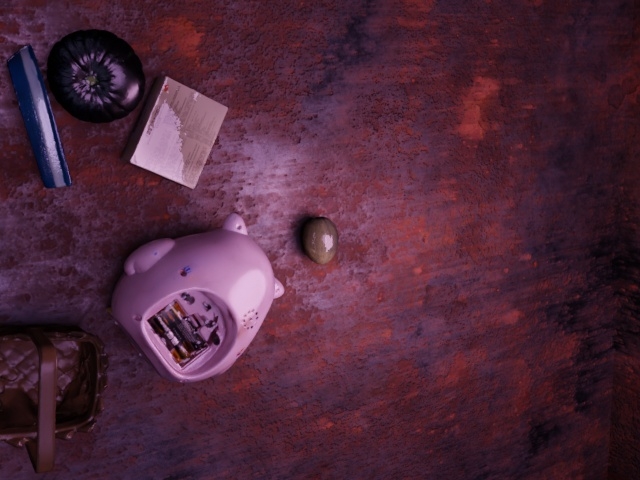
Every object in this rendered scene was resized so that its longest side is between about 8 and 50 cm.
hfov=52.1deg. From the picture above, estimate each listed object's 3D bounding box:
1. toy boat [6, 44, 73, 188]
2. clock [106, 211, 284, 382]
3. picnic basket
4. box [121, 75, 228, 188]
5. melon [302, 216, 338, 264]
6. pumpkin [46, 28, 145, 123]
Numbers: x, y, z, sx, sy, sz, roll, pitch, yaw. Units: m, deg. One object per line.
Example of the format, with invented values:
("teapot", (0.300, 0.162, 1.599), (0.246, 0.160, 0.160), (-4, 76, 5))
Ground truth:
("toy boat", (-0.589, -0.254, 1.374), (0.062, 0.096, 0.299), (-15, 106, -17))
("clock", (-0.276, 0.140, 1.537), (0.377, 0.251, 0.368), (-37, 116, -17))
("picnic basket", (-0.592, 0.307, 1.363), (0.292, 0.321, 0.254), (2, 96, -32))
("box", (-0.337, -0.247, 1.513), (0.168, 0.095, 0.211), (24, 88, -32))
("melon", (0.000, 0.000, 1.753), (0.098, 0.098, 0.130), (-7, 101, -28))
("pumpkin", (-0.474, -0.346, 1.390), (0.202, 0.140, 0.201), (-3, 111, -8))
